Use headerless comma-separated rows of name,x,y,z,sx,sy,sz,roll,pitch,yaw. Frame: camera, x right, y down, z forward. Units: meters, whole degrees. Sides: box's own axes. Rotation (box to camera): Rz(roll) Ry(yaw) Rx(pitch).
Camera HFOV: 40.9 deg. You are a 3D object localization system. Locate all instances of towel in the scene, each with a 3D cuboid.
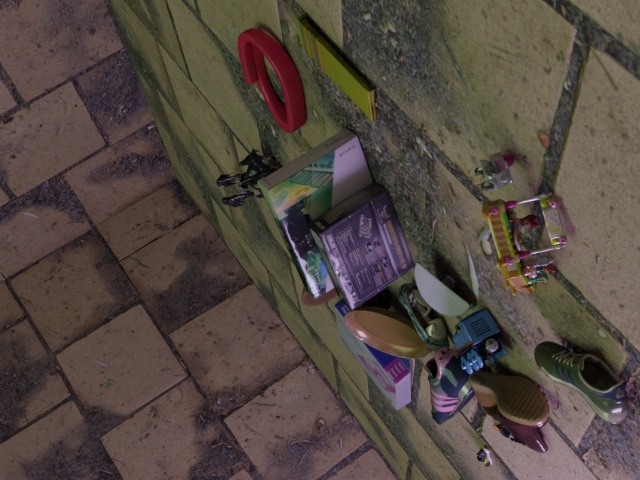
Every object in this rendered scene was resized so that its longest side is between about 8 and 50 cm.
towel,0.032,-0.336,1.666,0.237,0.021,0.102,50,170,25

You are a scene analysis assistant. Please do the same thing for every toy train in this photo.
toy train,0.320,0.208,1.762,0.184,0.080,0.105,100,145,-74

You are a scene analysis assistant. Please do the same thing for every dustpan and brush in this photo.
dustpan and brush,0.259,0.119,1.835,0.147,0.060,0.211,40,156,16

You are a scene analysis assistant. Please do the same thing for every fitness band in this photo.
fitness band,-0.111,-0.377,2.019,0.209,0.054,0.291,48,165,25

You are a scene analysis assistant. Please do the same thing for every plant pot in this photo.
plant pot,0.175,0.234,2.220,0.236,0.032,0.236,20,153,11

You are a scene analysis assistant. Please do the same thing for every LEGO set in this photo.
LEGO set,0.322,0.002,1.306,0.132,0.107,0.287,-85,-26,-48

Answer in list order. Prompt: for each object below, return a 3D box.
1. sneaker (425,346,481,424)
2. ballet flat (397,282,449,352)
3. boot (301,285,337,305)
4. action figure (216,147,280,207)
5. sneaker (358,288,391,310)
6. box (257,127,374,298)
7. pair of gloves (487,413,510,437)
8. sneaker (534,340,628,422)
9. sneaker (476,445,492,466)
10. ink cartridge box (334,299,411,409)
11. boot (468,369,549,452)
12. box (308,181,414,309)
sneaker,0.301,0.337,2.031,0.131,0.112,0.319,44,155,15
ballet flat,0.246,0.179,1.990,0.188,0.070,0.070,53,167,3
boot,0.000,0.000,2.114,0.220,0.109,0.284,57,134,42
action figure,-0.193,-0.188,2.566,0.275,0.141,0.164,-16,99,49
sneaker,0.091,0.084,2.235,0.135,0.097,0.276,38,158,49
box,0.022,-0.054,1.879,0.058,0.232,0.322,40,159,52
pair of gloves,0.421,0.435,2.049,0.083,0.010,0.074,58,166,-8
sneaker,0.430,0.208,1.407,0.192,0.064,0.086,44,154,44
sneaker,0.432,0.578,2.282,0.031,0.035,0.083,44,161,47
ink cartridge box,0.158,0.333,2.635,0.324,0.071,0.330,51,167,28
boot,0.429,0.370,1.782,0.207,0.090,0.248,50,169,-24
box,0.093,0.014,1.886,0.056,0.183,0.231,39,158,51
